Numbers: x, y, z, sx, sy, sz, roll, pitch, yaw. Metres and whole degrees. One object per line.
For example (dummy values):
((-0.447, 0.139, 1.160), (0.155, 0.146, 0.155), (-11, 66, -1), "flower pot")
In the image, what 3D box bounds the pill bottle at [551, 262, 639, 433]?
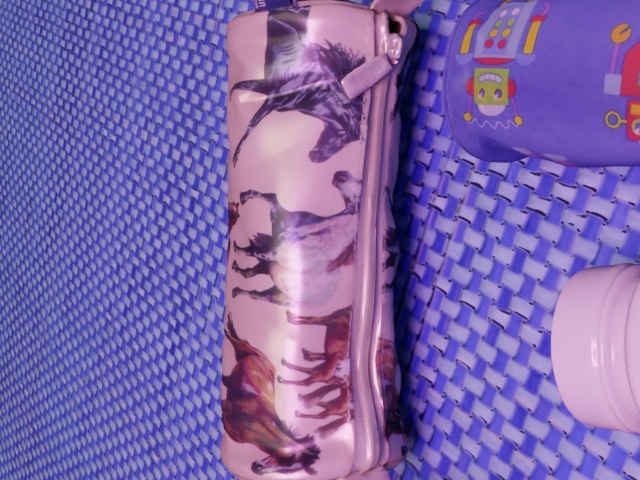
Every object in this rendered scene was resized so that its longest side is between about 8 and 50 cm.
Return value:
((0.237, 0.059, 0.383), (0.208, 0.119, 0.119), (-5, 85, 48), "pill bottle")

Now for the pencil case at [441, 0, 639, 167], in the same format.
((0.215, -0.089, 0.407), (0.306, 0.133, 0.119), (16, 114, 49), "pencil case")

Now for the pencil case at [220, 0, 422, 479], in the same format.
((0.000, 0.000, 0.627), (0.183, 0.160, 0.410), (0, 89, 64), "pencil case")
